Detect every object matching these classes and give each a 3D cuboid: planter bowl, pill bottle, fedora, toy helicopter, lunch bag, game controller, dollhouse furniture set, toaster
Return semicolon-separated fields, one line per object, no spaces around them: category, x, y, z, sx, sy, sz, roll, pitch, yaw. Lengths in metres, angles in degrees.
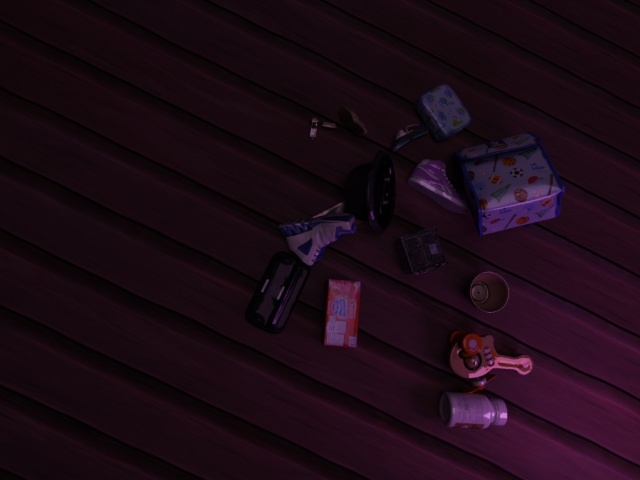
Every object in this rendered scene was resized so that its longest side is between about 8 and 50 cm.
planter bowl;0.668;0.212;1.816;0.162;0.109;0.161;1;82;-6
pill bottle;0.596;0.664;1.731;0.230;0.131;0.131;5;81;-5
fedora;0.192;-0.192;1.779;0.153;0.334;0.333;2;80;27
toy helicopter;0.677;0.494;1.766;0.356;0.140;0.234;9;83;-7
lunch bag;0.532;-0.553;1.920;0.176;0.090;0.218;-32;86;-12
game controller;-0.169;0.204;1.760;0.167;0.067;0.319;23;79;12
dollhouse furniture set;0.011;-0.461;1.864;0.115;0.091;0.081;8;96;-8
lunch bag;0.741;-0.260;1.790;0.328;0.239;0.385;-13;55;11
toaster;0.413;0.053;1.811;0.168;0.110;0.185;-17;84;-8

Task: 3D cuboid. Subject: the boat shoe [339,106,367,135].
boat shoe;0.140;-0.511;1.899;0.153;0.048;0.056;46;125;6

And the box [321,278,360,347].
box;0.078;0.283;1.734;0.128;0.122;0.256;5;81;-6

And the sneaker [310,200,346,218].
sneaker;0.049;-0.088;1.817;0.192;0.064;0.086;-28;86;-3

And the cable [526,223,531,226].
cable;0.907;-0.138;1.879;0.184;0.150;0.047;-46;60;-10

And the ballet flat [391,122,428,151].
ballet flat;0.372;-0.450;1.901;0.203;0.074;0.074;-30;86;-16

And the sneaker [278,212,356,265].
sneaker;-0.001;0.000;1.742;0.316;0.127;0.182;-6;106;24

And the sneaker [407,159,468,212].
sneaker;0.527;-0.242;1.874;0.282;0.102;0.161;34;77;-1

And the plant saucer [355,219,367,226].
plant saucer;0.158;-0.096;1.853;0.084;0.015;0.083;1;81;-7
